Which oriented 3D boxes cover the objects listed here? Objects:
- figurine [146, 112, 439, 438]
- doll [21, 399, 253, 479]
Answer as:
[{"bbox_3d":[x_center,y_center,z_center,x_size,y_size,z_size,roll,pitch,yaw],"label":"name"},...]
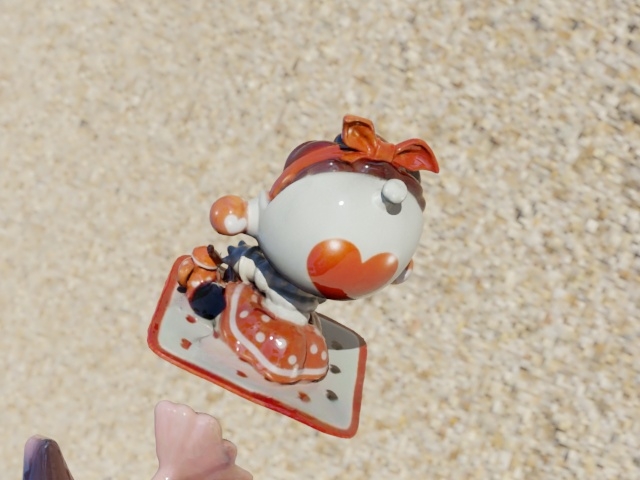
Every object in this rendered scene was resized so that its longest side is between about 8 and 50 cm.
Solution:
[{"bbox_3d":[0.000,0.000,1.114,0.226,0.183,0.160,-61,9,28],"label":"figurine"},{"bbox_3d":[-0.119,0.202,0.715,0.262,0.211,0.093,-55,24,-19],"label":"doll"}]
